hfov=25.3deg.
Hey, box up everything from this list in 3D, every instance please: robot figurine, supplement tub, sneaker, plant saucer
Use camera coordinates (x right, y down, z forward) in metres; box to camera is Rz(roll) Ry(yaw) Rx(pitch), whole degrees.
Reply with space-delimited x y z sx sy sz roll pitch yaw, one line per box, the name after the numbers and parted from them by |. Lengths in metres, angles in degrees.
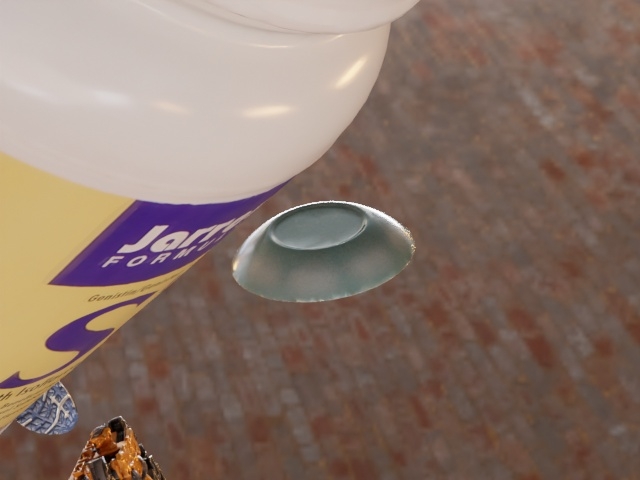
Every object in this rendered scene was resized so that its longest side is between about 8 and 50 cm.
-0.234 0.370 1.820 0.085 0.291 0.211 -23 -168 7 | robot figurine
-0.127 -0.077 0.498 0.241 0.331 0.241 27 -137 -29 | supplement tub
-0.261 0.114 1.230 0.135 0.052 0.058 37 -171 0 | sneaker
0.000 0.000 1.485 0.195 0.037 0.195 -7 -153 4 | plant saucer
